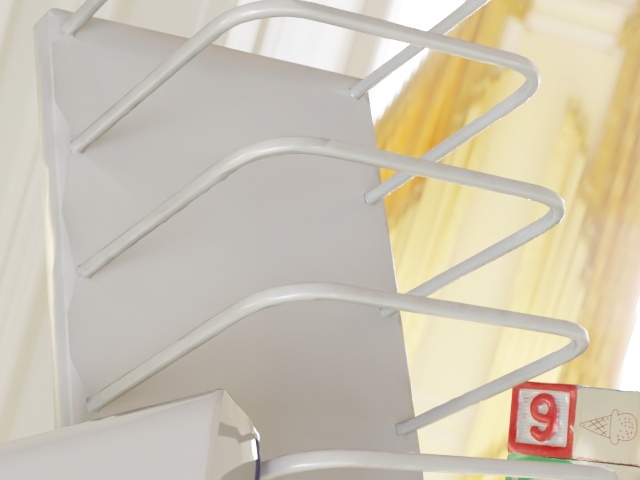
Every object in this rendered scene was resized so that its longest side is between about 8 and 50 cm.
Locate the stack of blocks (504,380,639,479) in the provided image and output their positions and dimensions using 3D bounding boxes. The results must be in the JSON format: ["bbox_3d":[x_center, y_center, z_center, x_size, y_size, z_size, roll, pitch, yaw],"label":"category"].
[{"bbox_3d":[0.258,0.147,0.996,0.171,0.087,0.297,1,172,34],"label":"stack of blocks"}]

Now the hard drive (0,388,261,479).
[{"bbox_3d":[-0.178,0.175,0.545,0.319,0.210,0.040,-15,133,19],"label":"hard drive"}]

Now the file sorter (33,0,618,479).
[{"bbox_3d":[0.000,0.000,0.726,0.193,0.277,0.173,9,152,-34],"label":"file sorter"}]
